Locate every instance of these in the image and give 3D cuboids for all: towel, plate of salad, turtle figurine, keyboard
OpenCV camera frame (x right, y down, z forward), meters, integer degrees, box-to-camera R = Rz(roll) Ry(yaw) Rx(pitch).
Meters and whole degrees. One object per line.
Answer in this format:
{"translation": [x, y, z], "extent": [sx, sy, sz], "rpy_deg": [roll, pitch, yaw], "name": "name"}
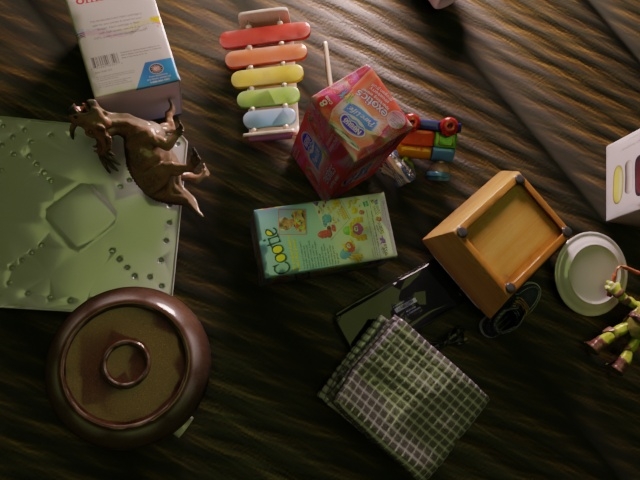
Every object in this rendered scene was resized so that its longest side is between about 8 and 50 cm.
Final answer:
{"translation": [0.172, 0.318, 1.198], "extent": [0.284, 0.121, 0.235], "rpy_deg": [42, 82, -5], "name": "towel"}
{"translation": [0.638, 0.079, 1.392], "extent": [0.200, 0.048, 0.199], "rpy_deg": [0, 89, -14], "name": "plate of salad"}
{"translation": [0.733, 0.206, 1.345], "extent": [0.269, 0.087, 0.217], "rpy_deg": [43, 88, -10], "name": "turtle figurine"}
{"translation": [0.205, 0.180, 1.301], "extent": [0.317, 0.033, 0.201], "rpy_deg": [-27, 83, -13], "name": "keyboard"}

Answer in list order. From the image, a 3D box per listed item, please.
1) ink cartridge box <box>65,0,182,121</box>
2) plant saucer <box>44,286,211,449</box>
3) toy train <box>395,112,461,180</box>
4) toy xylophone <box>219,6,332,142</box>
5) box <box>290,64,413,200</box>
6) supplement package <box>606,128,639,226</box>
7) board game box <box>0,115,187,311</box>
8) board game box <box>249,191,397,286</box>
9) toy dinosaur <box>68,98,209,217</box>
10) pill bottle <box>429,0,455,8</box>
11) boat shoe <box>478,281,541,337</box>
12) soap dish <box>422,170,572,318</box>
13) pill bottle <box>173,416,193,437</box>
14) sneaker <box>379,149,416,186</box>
{"translation": [-0.406, -0.386, 1.233], "extent": [0.171, 0.168, 0.232], "rpy_deg": [-16, 82, -14], "name": "ink cartridge box"}
{"translation": [-0.366, 0.235, 1.114], "extent": [0.311, 0.050, 0.310], "rpy_deg": [2, 73, -8], "name": "plant saucer"}
{"translation": [0.192, -0.217, 1.355], "extent": [0.248, 0.105, 0.143], "rpy_deg": [4, 95, -5], "name": "toy train"}
{"translation": [-0.087, -0.367, 1.307], "extent": [0.236, 0.081, 0.322], "rpy_deg": [-13, 76, 3], "name": "toy xylophone"}
{"translation": [0.050, -0.206, 1.211], "extent": [0.142, 0.300, 0.154], "rpy_deg": [-32, 86, -15], "name": "box"}
{"translation": [0.802, -0.151, 1.392], "extent": [0.149, 0.194, 0.203], "rpy_deg": [8, 77, -8], "name": "supplement package"}
{"translation": [-0.489, -0.046, 1.210], "extent": [0.390, 0.050, 0.389], "rpy_deg": [5, 78, -10], "name": "board game box"}
{"translation": [0.000, 0.000, 1.242], "extent": [0.276, 0.142, 0.144], "rpy_deg": [-8, 80, -12], "name": "board game box"}
{"translation": [-0.349, -0.159, 1.177], "extent": [0.200, 0.127, 0.295], "rpy_deg": [-28, 101, -4], "name": "toy dinosaur"}
{"translation": [0.273, -0.703, 1.442], "extent": [0.131, 0.131, 0.229], "rpy_deg": [-31, 86, -15], "name": "pill bottle"}
{"translation": [0.445, 0.156, 1.321], "extent": [0.183, 0.083, 0.065], "rpy_deg": [-37, 87, -15], "name": "boat shoe"}
{"translation": [0.406, -0.004, 1.315], "extent": [0.291, 0.118, 0.229], "rpy_deg": [-38, 87, -23], "name": "soap dish"}
{"translation": [-0.311, 0.335, 1.156], "extent": [0.116, 0.065, 0.065], "rpy_deg": [37, 75, -1], "name": "pill bottle"}
{"translation": [0.150, -0.174, 1.316], "extent": [0.135, 0.058, 0.052], "rpy_deg": [50, 35, 0], "name": "sneaker"}
